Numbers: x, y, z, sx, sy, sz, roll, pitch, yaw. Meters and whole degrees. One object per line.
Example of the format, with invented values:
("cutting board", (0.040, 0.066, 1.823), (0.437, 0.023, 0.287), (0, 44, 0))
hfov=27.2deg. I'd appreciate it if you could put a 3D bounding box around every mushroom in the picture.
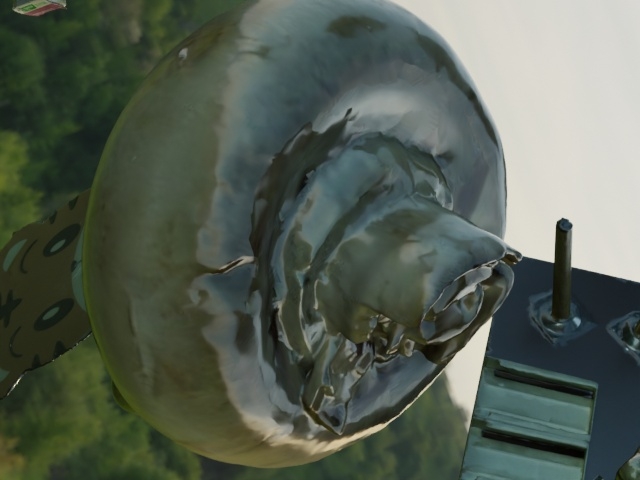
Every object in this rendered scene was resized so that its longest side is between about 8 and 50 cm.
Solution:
("mushroom", (0.000, 0.000, 0.604), (0.178, 0.226, 0.226), (31, -29, 46))

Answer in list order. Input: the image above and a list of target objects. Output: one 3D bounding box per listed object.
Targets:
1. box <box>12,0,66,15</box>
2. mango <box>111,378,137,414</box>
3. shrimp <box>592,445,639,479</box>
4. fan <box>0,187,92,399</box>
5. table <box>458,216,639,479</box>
("box", (-0.285, -0.331, 1.329), (0.041, 0.050, 0.207), (5, 81, -51))
("mango", (-0.106, 0.011, 1.146), (0.129, 0.146, 0.289), (18, -71, 55))
("shrimp", (0.124, 0.080, 0.503), (0.166, 0.161, 0.049), (-4, 36, -46))
("fan", (-0.138, 0.006, 0.842), (0.008, 0.227, 0.152), (41, 28, -36))
("table", (0.139, 0.101, 0.692), (0.111, 0.122, 0.240), (93, 12, -52))
